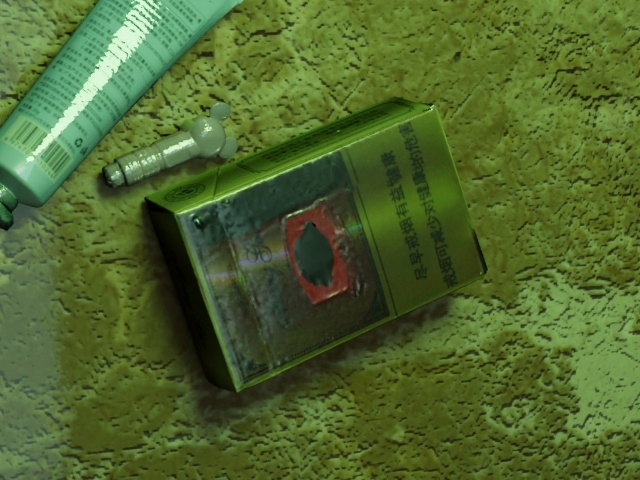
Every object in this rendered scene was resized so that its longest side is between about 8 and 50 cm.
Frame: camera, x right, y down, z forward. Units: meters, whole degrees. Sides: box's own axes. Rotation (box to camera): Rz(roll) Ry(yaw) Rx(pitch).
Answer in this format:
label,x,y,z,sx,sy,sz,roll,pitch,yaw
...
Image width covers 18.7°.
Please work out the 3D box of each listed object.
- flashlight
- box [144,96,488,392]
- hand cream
label,x,y,z,sx,sy,sz,roll,pitch,yaw
flashlight,-0.117,-0.069,1.493,0.110,0.031,0.052,-24,129,-17
box,0.000,0.000,1.533,0.240,0.071,0.159,-23,106,-22
hand cream,-0.164,-0.121,1.455,0.091,0.058,0.271,41,74,-11
